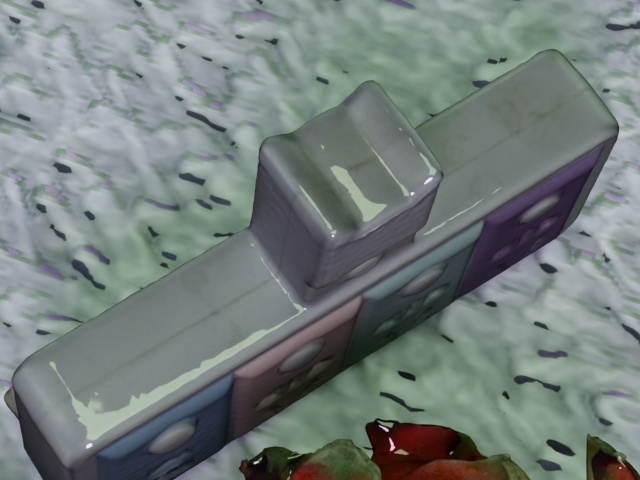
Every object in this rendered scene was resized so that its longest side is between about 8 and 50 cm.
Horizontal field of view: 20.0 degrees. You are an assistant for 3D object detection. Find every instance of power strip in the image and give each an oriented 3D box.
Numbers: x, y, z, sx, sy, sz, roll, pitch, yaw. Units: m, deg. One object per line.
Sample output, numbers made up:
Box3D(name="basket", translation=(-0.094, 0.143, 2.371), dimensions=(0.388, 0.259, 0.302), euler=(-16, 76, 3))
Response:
Box3D(name="power strip", translation=(0.000, 0.000, 0.579), dimensions=(0.216, 0.145, 0.061), euler=(-32, 74, -18))

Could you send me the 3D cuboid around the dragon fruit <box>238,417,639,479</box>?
Box3D(name="dragon fruit", translation=(0.062, 0.136, 0.544), dimensions=(0.236, 0.135, 0.137), euler=(19, 65, -20))
